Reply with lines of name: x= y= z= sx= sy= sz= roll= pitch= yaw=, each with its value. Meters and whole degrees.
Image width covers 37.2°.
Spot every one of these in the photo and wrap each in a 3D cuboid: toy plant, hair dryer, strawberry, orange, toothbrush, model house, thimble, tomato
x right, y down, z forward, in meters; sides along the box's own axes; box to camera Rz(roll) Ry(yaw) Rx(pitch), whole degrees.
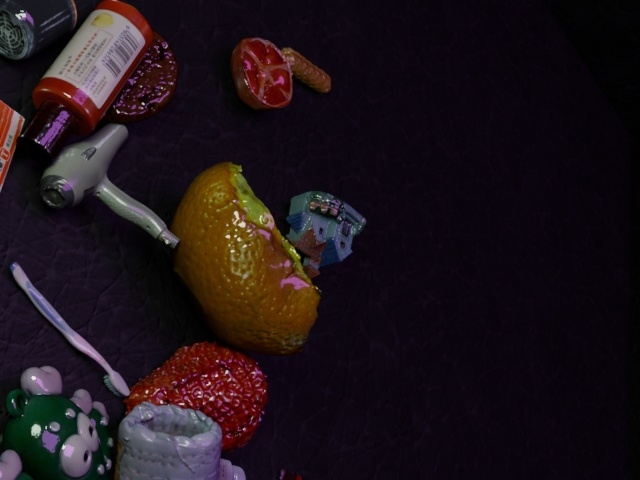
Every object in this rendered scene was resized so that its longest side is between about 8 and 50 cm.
toy plant: x=-0.352 y=0.290 z=1.272 sx=0.243 sy=0.112 sz=0.233 roll=55 pitch=25 yaw=-49
hair dryer: x=-0.501 y=-0.446 z=1.426 sx=0.352 sy=0.107 sz=0.189 roll=51 pitch=42 yaw=-14
strawberry: x=-0.174 y=0.253 z=1.533 sx=0.286 sy=0.106 sz=0.188 roll=-4 pitch=77 yaw=-53
hair dryer: x=-0.316 y=-0.103 z=1.491 sx=0.224 sy=0.088 sz=0.219 roll=23 pitch=40 yaw=-23
orange: x=-0.136 y=0.047 z=1.566 sx=0.335 sy=0.196 sz=0.262 roll=59 pitch=-2 yaw=-23
toothbrush: x=-0.366 y=0.135 z=1.394 sx=0.269 sy=0.027 sz=0.021 roll=55 pitch=22 yaw=-22
model house: x=0.000 y=0.000 z=1.878 sx=0.148 sy=0.119 sz=0.149 roll=35 pitch=57 yaw=-40
thimble: x=-0.219 y=0.308 z=1.378 sx=0.127 sy=0.151 sz=0.118 roll=-58 pitch=158 yaw=-75
tomato: x=-0.125 y=-0.320 z=1.876 sx=0.155 sy=0.069 sz=0.156 roll=22 pitch=59 yaw=-43

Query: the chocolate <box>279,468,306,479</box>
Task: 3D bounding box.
chocolate: x=-0.054 y=0.492 z=1.657 sx=0.086 sy=0.028 sz=0.183 roll=40 pitch=48 yaw=-33

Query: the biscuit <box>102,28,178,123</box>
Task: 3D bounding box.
biscuit: x=-0.326 y=-0.278 z=1.556 sx=0.192 sy=0.049 sz=0.192 roll=9 pitch=68 yaw=-24

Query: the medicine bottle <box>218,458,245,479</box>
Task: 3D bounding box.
medicine bottle: x=-0.176 y=0.374 z=1.504 sx=0.118 sy=0.074 sz=0.055 roll=27 pitch=54 yaw=-45

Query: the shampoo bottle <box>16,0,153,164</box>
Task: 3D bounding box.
shampoo bottle: x=-0.360 y=-0.234 z=1.434 sx=0.104 sy=0.104 sz=0.278 roll=46 pitch=55 yaw=-32

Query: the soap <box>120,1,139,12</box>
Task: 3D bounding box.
soap: x=-0.334 y=-0.339 z=1.625 sx=0.089 sy=0.045 sz=0.140 roll=-6 pitch=82 yaw=-54

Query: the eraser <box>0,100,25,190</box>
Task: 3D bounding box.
eraser: x=-0.521 y=-0.168 z=1.298 sx=0.230 sy=0.038 sz=0.157 roll=41 pitch=44 yaw=-41

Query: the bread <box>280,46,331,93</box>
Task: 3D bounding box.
bread: x=-0.033 y=-0.362 z=2.038 sx=0.157 sy=0.044 sz=0.052 roll=27 pitch=49 yaw=-46
